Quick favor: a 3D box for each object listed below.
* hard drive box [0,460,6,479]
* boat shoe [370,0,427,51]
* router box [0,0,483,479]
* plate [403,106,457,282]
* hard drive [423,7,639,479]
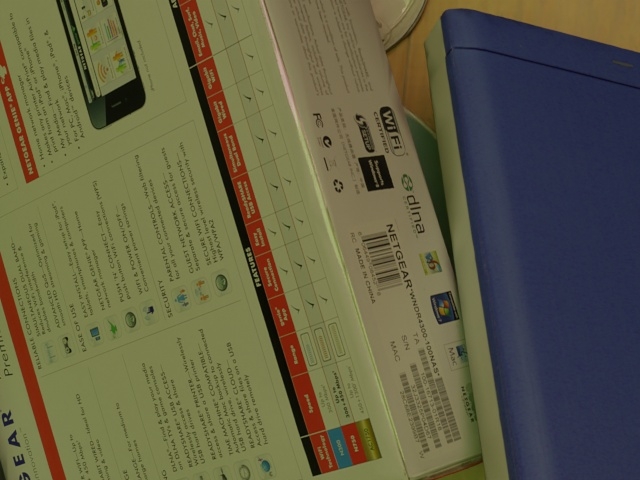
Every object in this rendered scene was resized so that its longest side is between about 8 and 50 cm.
[{"bbox_3d":[-0.224,0.197,0.949,0.089,0.181,0.232,-12,85,6],"label":"hard drive box"},{"bbox_3d":[0.024,-0.125,1.009,0.100,0.035,0.035,-40,83,4],"label":"boat shoe"},{"bbox_3d":[-0.084,-0.010,0.914,0.301,0.082,0.336,-21,83,41],"label":"router box"},{"bbox_3d":[0.000,0.000,1.007,0.188,0.024,0.188,0,90,8],"label":"plate"},{"bbox_3d":[0.168,0.029,0.854,0.210,0.040,0.319,11,50,-20],"label":"hard drive"}]
